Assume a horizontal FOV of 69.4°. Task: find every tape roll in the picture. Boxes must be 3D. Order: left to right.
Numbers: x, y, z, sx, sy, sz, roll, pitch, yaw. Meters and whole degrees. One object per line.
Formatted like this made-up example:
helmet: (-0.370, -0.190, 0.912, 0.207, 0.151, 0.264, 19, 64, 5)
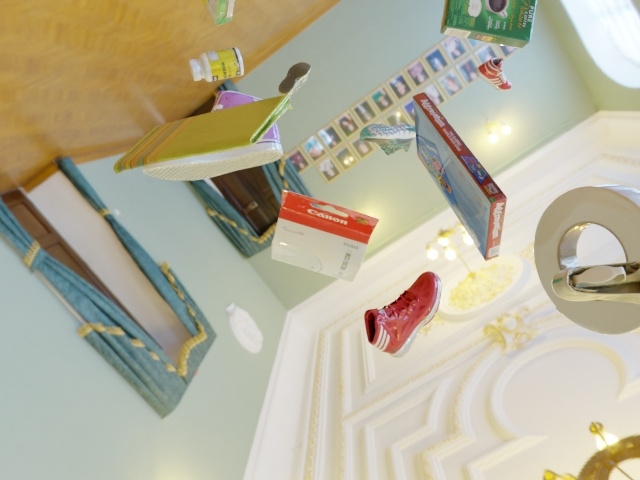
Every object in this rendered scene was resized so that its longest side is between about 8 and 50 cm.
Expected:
tape roll: (0.727, 0.048, 1.204, 0.072, 0.391, 0.392, -9, -177, -20)

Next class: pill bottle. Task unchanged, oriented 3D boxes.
pill bottle: (-0.244, -0.408, 1.081, 0.117, 0.065, 0.065, -17, -173, -14)

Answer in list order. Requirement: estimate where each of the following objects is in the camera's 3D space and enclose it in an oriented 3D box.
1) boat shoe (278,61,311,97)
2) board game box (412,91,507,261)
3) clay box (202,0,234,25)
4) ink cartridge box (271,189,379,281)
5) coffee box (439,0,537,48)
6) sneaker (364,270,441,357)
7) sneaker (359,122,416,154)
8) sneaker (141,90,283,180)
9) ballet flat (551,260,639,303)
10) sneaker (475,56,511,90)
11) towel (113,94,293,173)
boat shoe: (-0.079, -0.485, 1.412, 0.153, 0.056, 0.048, -61, 171, -26)
board game box: (0.224, -0.113, 0.777, 0.027, 0.145, 0.281, -19, -129, -1)
clay box: (-0.292, -0.679, 1.167, 0.053, 0.221, 0.127, -28, 180, -19)
ink cartridge box: (0.000, 0.000, 1.508, 0.385, 0.309, 0.091, 106, 2, -66)
coffee box: (0.350, -0.473, 0.963, 0.040, 0.184, 0.113, 145, -47, -87)
sneaker: (0.184, 0.157, 1.055, 0.087, 0.128, 0.221, 23, -94, 56)
sneaker: (0.168, -0.244, 1.143, 0.167, 0.076, 0.065, -7, -140, -27)
sneaker: (-0.231, -0.219, 0.951, 0.283, 0.160, 0.102, -13, 172, -10)
ballet flat: (0.559, 0.071, 0.839, 0.249, 0.086, 0.086, -6, -160, 11)
sneaker: (0.489, -0.452, 1.255, 0.067, 0.119, 0.042, -30, -137, 62)
towel: (-0.150, -0.126, 0.570, 0.238, 0.021, 0.102, -2, -137, 32)
